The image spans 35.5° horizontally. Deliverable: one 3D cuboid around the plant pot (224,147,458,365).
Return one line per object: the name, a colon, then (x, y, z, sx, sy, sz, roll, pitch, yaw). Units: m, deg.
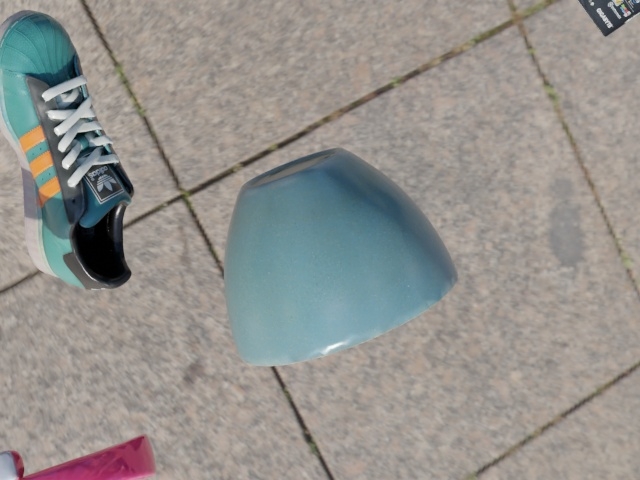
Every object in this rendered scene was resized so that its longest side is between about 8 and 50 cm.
plant pot: (0.000, 0.000, 1.225, 0.290, 0.290, 0.196, -24, 101, -17)

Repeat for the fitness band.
fitness band: (-0.294, 0.239, 0.926, 0.290, 0.209, 0.054, -19, 75, 11)

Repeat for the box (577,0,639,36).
box: (0.383, -0.392, 1.283, 0.175, 0.051, 0.220, -35, 127, 22)

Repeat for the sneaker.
sneaker: (-0.251, -0.085, 1.034, 0.108, 0.121, 0.302, -35, 132, -42)
